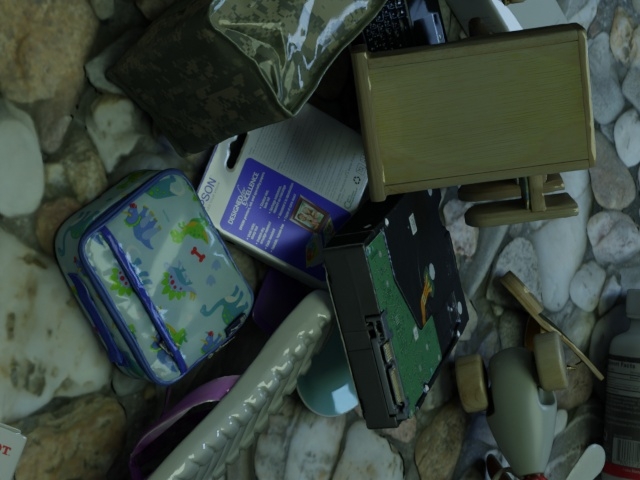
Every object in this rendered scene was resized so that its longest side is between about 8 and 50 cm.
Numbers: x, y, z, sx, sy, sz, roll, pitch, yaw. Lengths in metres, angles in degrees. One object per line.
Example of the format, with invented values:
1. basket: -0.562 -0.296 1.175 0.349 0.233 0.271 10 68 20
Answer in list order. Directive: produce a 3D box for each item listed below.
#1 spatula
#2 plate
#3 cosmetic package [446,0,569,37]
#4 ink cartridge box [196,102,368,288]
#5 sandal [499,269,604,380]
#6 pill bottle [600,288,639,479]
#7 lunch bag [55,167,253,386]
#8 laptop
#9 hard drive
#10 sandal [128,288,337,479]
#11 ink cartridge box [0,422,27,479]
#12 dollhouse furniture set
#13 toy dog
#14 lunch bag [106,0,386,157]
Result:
1. spatula: 0.000 0.000 1.701 0.084 0.030 0.296 47 64 -35
2. plate: 0.020 0.134 1.719 0.188 0.024 0.188 -11 105 -47
3. cosmetic package: 0.273 -0.318 1.903 0.117 0.085 0.231 -52 121 -27
4. ink cartridge box: -0.047 -0.075 1.637 0.208 0.045 0.206 30 71 -24
5. sandal: 0.323 0.149 1.988 0.079 0.088 0.240 -42 115 3
6. pill bottle: 0.540 0.239 2.101 0.176 0.176 0.319 5 89 -42
7. lunch bag: -0.187 0.043 1.501 0.176 0.090 0.219 -38 115 -31
8. laptop: 0.112 -0.254 1.723 0.264 0.136 0.234 -26 109 -36
9. hard drive: 0.102 0.061 1.683 0.339 0.064 0.237 -48 126 -63
10. sandal: -0.133 0.202 1.536 0.416 0.102 0.169 -45 163 -29
11. ink cartridge box: -0.403 0.259 1.314 0.148 0.086 0.203 31 71 -38
12. dollhouse furniture set: 0.176 -0.190 1.644 0.394 0.256 0.362 -84 167 -74
13. toy dog: 0.294 0.285 1.899 0.161 0.220 0.334 -12 110 -73
14. lunch bag: -0.063 -0.256 1.491 0.169 0.235 0.287 49 58 -19
